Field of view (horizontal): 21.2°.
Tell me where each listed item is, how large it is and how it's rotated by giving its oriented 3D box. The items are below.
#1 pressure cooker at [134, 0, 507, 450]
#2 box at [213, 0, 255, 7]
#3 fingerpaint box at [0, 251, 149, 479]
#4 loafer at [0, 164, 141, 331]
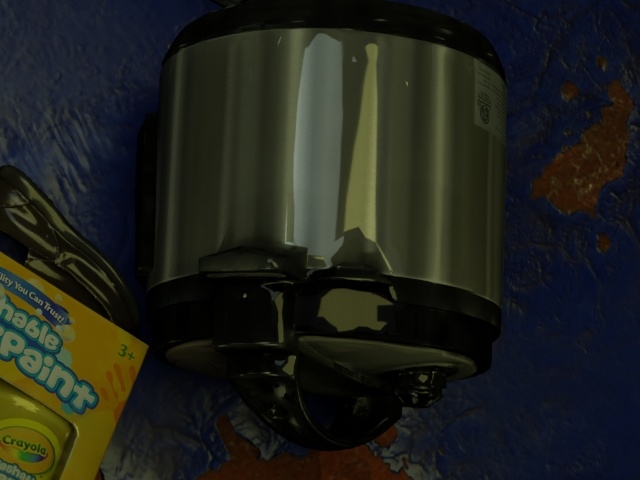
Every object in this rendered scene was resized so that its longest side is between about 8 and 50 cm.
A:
[{"bbox_3d":[0.005,-0.001,1.726,0.370,0.375,0.420,7,77,-25],"label":"pressure cooker"},{"bbox_3d":[-0.098,-0.328,1.849,0.147,0.180,0.077,27,71,-16],"label":"box"},{"bbox_3d":[-0.424,0.152,1.553,0.445,0.163,0.371,36,53,-22],"label":"fingerpaint box"},{"bbox_3d":[-0.275,0.023,1.775,0.078,0.080,0.220,-44,93,-13],"label":"loafer"}]
